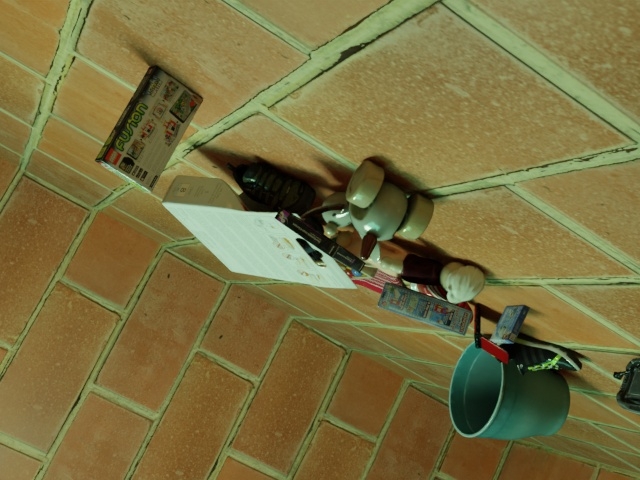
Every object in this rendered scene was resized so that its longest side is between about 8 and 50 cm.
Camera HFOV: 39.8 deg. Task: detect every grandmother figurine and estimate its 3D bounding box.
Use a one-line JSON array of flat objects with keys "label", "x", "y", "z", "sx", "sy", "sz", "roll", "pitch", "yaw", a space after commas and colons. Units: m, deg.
[{"label": "grandmother figurine", "x": 0.197, "y": 0.055, "z": 1.942, "sx": 0.342, "sy": 0.104, "sz": 0.208, "roll": 16, "pitch": -168, "yaw": 30}]

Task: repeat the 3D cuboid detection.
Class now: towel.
[{"label": "towel", "x": 0.126, "y": 0.087, "z": 2.354, "sx": 0.199, "sy": 0.031, "sz": 0.275, "roll": 20, "pitch": 166, "yaw": 26}]

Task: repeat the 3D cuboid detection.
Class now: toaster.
[{"label": "toaster", "x": 0.737, "y": 0.329, "z": 1.864, "sx": 0.146, "sy": 0.129, "sz": 0.227, "roll": 27, "pitch": 167, "yaw": -13}]

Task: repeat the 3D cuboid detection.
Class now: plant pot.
[{"label": "plant pot", "x": 0.533, "y": 0.431, "z": 2.440, "sx": 0.255, "sy": 0.271, "sz": 0.272, "roll": 16, "pitch": 172, "yaw": -19}]

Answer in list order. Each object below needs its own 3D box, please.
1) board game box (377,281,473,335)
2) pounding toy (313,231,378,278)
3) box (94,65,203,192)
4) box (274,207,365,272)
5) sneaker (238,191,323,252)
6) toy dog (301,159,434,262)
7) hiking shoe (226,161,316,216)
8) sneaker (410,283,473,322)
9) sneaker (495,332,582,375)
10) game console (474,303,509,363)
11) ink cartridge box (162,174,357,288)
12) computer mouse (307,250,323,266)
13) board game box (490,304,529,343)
[{"label": "board game box", "x": 0.237, "y": 0.151, "z": 1.944, "sx": 0.194, "sy": 0.060, "sz": 0.194, "roll": 20, "pitch": 180, "yaw": 14}, {"label": "pounding toy", "x": 0.055, "y": 0.043, "z": 2.149, "sx": 0.141, "sy": 0.100, "sz": 0.130, "roll": 30, "pitch": 167, "yaw": -16}, {"label": "box", "x": -0.315, "y": -0.206, "z": 1.633, "sx": 0.114, "sy": 0.207, "sz": 0.036, "roll": 35, "pitch": 165, "yaw": -29}, {"label": "box", "x": 0.000, "y": 0.000, "z": 1.693, "sx": 0.162, "sy": 0.029, "sz": 0.116, "roll": 36, "pitch": -177, "yaw": 33}, {"label": "sneaker", "x": -0.094, "y": -0.043, "z": 2.135, "sx": 0.226, "sy": 0.086, "sz": 0.163, "roll": 16, "pitch": 161, "yaw": 37}, {"label": "toy dog", "x": 0.077, "y": -0.028, "z": 1.665, "sx": 0.220, "sy": 0.161, "sz": 0.333, "roll": 26, "pitch": 168, "yaw": 4}, {"label": "hiking shoe", "x": -0.111, "y": -0.113, "z": 1.880, "sx": 0.227, "sy": 0.086, "sz": 0.114, "roll": 16, "pitch": 167, "yaw": 44}, {"label": "sneaker", "x": 0.319, "y": 0.153, "z": 2.099, "sx": 0.221, "sy": 0.087, "sz": 0.128, "roll": 33, "pitch": 167, "yaw": -34}, {"label": "sneaker", "x": 0.543, "y": 0.304, "z": 2.231, "sx": 0.235, "sy": 0.097, "sz": 0.084, "roll": 17, "pitch": 165, "yaw": 38}, {"label": "game console", "x": 0.425, "y": 0.232, "z": 2.193, "sx": 0.085, "sy": 0.124, "sz": 0.144, "roll": 1, "pitch": 161, "yaw": 11}, {"label": "ink cartridge box", "x": -0.124, "y": -0.019, "z": 1.995, "sx": 0.385, "sy": 0.091, "sz": 0.308, "roll": 6, "pitch": 150, "yaw": 35}, {"label": "computer mouse", "x": -0.119, "y": 0.013, "z": 2.454, "sx": 0.272, "sy": 0.072, "sz": 0.188, "roll": 20, "pitch": 167, "yaw": 27}, {"label": "board game box", "x": 0.430, "y": 0.191, "z": 2.011, "sx": 0.020, "sy": 0.090, "sz": 0.090, "roll": 31, "pitch": 167, "yaw": -9}]
